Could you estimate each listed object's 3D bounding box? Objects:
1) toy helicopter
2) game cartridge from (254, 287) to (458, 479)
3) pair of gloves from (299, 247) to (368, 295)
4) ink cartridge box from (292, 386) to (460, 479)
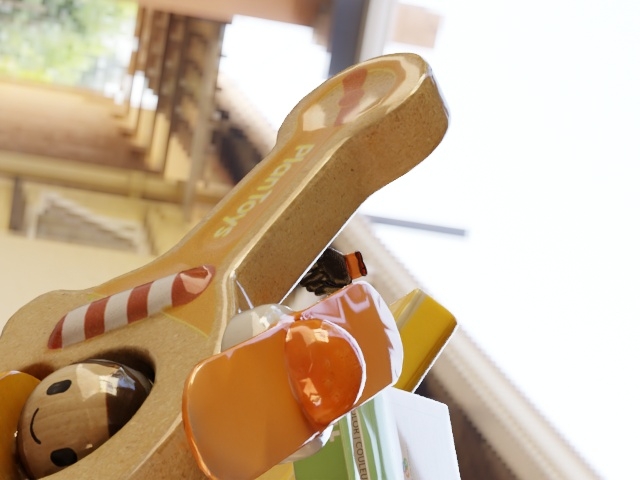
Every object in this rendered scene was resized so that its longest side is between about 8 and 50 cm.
[{"bbox_3d":[-0.044,0.027,0.761,0.235,0.140,0.355,-4,-144,48],"label":"toy helicopter"},{"bbox_3d":[-0.045,0.203,1.346,0.324,0.052,0.285,-55,-173,-28],"label":"game cartridge"},{"bbox_3d":[0.000,0.000,1.339,0.074,0.010,0.083,-24,-93,48],"label":"pair of gloves"},{"bbox_3d":[0.028,0.150,1.124,0.209,0.062,0.109,27,51,-64],"label":"ink cartridge box"}]
